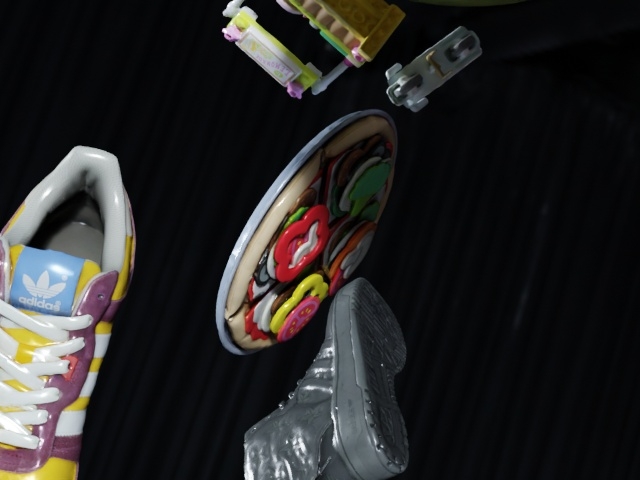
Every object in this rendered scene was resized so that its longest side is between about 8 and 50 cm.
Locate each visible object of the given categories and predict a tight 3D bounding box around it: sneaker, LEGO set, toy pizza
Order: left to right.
[{"bbox_3d":[-0.116,0.047,0.642,0.070,0.185,0.084,12,-39,-5],"label":"sneaker"},{"bbox_3d":[-0.021,-0.203,1.116,0.287,0.132,0.107,60,-33,4],"label":"LEGO set"},{"bbox_3d":[-0.004,0.091,0.824,0.089,0.170,0.051,-31,-61,19],"label":"sneaker"},{"bbox_3d":[0.000,0.000,1.163,0.032,0.201,0.201,33,-12,20],"label":"toy pizza"}]

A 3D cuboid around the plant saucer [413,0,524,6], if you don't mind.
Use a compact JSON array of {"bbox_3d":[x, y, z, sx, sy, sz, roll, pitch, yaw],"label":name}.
[{"bbox_3d":[0.098,-0.199,0.821,0.241,0.241,0.037,9,-31,28],"label":"plant saucer"}]
